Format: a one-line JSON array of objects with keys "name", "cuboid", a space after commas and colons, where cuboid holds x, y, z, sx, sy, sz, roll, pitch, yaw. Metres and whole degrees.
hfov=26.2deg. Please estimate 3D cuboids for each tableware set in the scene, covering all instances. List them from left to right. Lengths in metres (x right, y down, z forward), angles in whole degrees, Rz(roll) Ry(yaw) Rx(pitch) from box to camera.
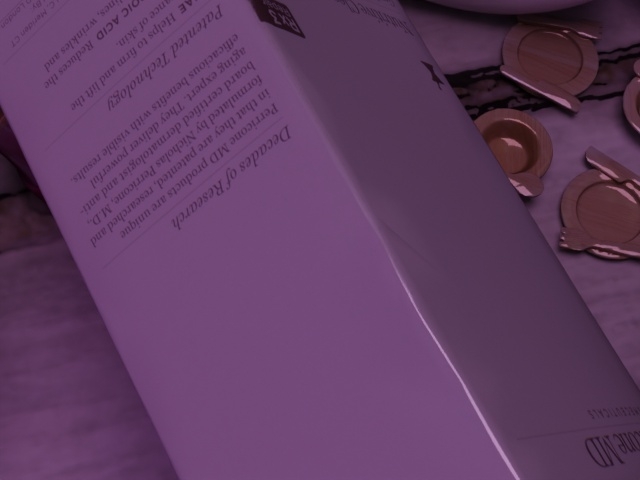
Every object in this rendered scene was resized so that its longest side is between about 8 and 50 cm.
[{"name": "tableware set", "cuboid": [0.167, -0.071, 0.875, 0.141, 0.020, 0.168, 25, 64, 6]}]

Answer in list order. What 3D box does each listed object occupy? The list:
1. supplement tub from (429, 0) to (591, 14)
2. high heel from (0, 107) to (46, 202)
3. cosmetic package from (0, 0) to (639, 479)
[{"name": "supplement tub", "cuboid": [0.127, -0.336, 0.878, 0.235, 0.235, 0.324, 12, 64, 0]}, {"name": "high heel", "cuboid": [-0.165, -0.120, 0.853, 0.082, 0.117, 0.244, -35, 46, 16]}, {"name": "cosmetic package", "cuboid": [0.000, 0.000, 0.696, 0.156, 0.217, 0.385, -40, 69, 23]}]
